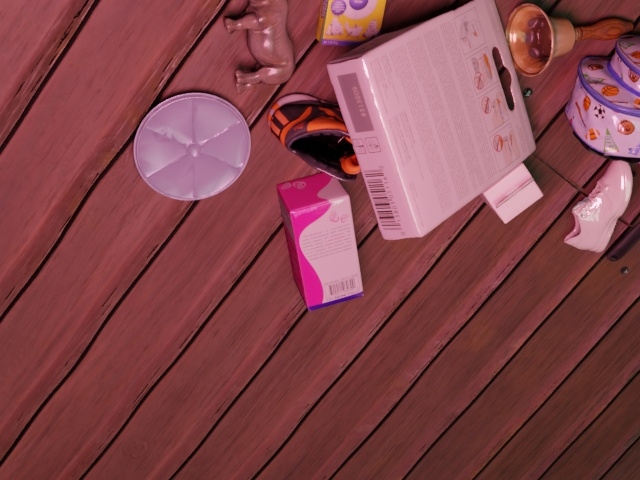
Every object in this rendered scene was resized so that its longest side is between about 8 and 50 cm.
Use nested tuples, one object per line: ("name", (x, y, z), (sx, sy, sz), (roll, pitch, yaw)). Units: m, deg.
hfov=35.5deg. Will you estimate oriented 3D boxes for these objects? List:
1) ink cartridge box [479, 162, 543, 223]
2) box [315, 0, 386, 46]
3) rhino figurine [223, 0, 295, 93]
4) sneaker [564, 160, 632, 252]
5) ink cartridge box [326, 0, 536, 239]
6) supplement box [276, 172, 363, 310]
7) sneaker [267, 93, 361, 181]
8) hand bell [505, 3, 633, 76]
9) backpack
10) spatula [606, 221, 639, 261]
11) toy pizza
("ink cartridge box", (0.338, -0.108, 1.866), (0.092, 0.143, 0.090), (-38, 124, 6))
("box", (0.058, -0.412, 1.652), (0.105, 0.043, 0.179), (-1, 118, -19))
("rhino figurine", (-0.102, -0.354, 1.612), (0.106, 0.073, 0.243), (-13, 121, -7))
("sneaker", (0.554, -0.071, 2.010), (0.094, 0.080, 0.212), (8, 118, -10))
("ink cartridge box", (0.201, -0.219, 1.688), (0.385, 0.091, 0.308), (-35, 112, -41))
("supplement box", (0.000, 0.000, 1.833), (0.111, 0.114, 0.220), (-15, 124, -9))
("sneaker", (0.077, -0.163, 1.720), (0.321, 0.180, 0.124), (-1, 120, -18))
("hand bell", (0.465, -0.374, 1.798), (0.242, 0.126, 0.126), (-14, 124, -27))
("backpack", (0.587, -0.247, 1.809), (0.263, 0.276, 0.213), (-4, 122, -8))
("spatula", (0.677, -0.042, 2.026), (0.084, 0.030, 0.296), (24, 140, -10))
("toy pizza", (-0.219, -0.161, 1.710), (0.201, 0.032, 0.201), (-8, 122, -13))
